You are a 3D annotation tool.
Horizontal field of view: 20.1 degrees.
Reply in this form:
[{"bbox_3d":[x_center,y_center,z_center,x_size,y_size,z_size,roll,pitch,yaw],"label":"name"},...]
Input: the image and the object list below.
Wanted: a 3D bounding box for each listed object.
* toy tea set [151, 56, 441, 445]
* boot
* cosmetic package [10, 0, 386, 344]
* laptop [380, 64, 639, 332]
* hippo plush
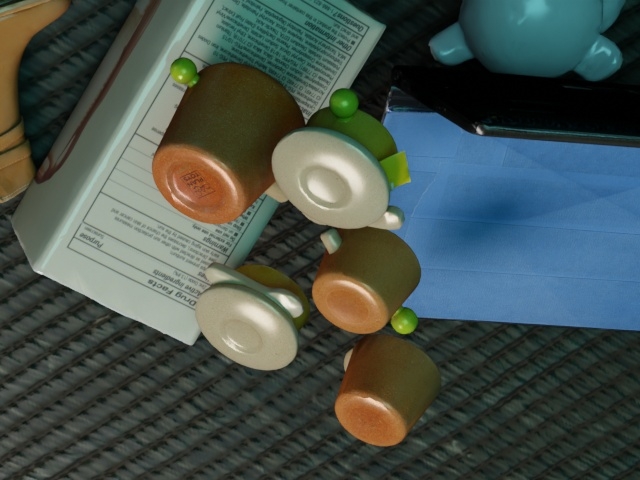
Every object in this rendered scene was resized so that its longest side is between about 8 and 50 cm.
[{"bbox_3d":[0.000,0.000,1.341,0.200,0.124,0.336,10,136,24],"label":"toy tea set"},{"bbox_3d":[-0.257,-0.111,1.433,0.197,0.073,0.152,-29,115,-2],"label":"boot"},{"bbox_3d":[-0.100,-0.090,1.415,0.153,0.129,0.296,29,98,-26],"label":"cosmetic package"},{"bbox_3d":[0.237,0.004,1.359,0.382,0.408,0.236,3,102,-10],"label":"laptop"},{"bbox_3d":[0.195,-0.239,1.366,0.234,0.294,0.236,2,117,20],"label":"hippo plush"}]
